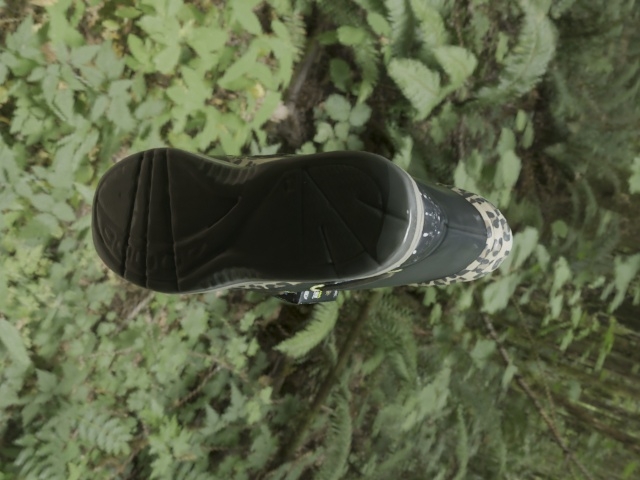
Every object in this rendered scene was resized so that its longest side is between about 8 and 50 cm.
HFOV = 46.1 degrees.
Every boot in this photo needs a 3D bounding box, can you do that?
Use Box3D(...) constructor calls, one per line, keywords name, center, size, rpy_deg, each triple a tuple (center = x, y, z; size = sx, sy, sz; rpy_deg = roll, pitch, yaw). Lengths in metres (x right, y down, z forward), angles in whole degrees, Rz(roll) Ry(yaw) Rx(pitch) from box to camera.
Box3D(name="boot", center=(-0.011, -0.006, 0.480), size=(0.178, 0.236, 0.085), rpy_deg=(7, 85, -55))

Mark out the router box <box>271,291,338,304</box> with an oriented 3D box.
Box3D(name="router box", center=(0.000, 0.000, 0.742), size=(0.092, 0.038, 0.122), rpy_deg=(5, 103, -65))
